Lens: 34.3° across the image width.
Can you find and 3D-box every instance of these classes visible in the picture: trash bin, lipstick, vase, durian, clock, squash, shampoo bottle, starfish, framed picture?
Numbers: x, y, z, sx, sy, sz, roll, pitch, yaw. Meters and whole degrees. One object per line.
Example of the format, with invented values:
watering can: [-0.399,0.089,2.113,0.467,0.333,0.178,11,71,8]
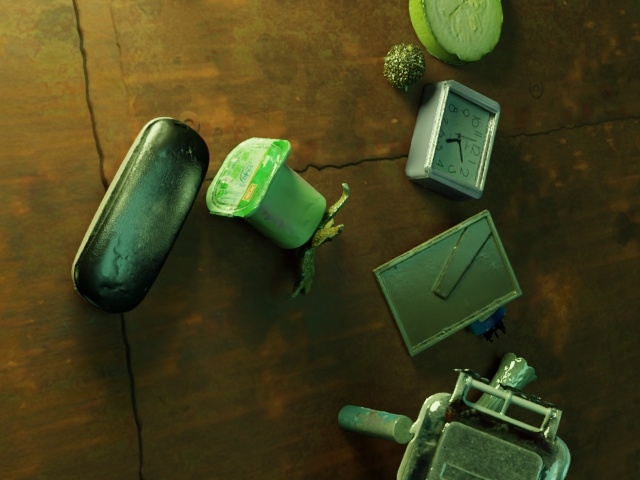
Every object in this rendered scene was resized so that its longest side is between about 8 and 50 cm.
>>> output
trash bin: [0.250,0.411,1.729,0.255,0.368,0.296,19,71,8]
lipstick: [0.093,0.311,1.760,0.048,0.158,0.048,1,89,-34]
vase: [0.340,0.294,1.981,0.149,0.081,0.081,-49,115,-20]
durian: [0.151,-0.310,1.861,0.080,0.080,0.091,-29,122,-31]
clock: [0.247,-0.183,1.922,0.144,0.073,0.194,19,79,-32]
squash: [0.258,-0.440,1.956,0.219,0.041,0.219,4,84,-37]
shampoo bottle: [0.296,0.109,1.965,0.087,0.050,0.183,-39,110,-24]
starfish: [0.000,0.000,1.725,0.053,0.176,0.208,30,112,1]
framed picture: [0.235,0.078,1.900,0.250,0.016,0.184,-29,106,-12]

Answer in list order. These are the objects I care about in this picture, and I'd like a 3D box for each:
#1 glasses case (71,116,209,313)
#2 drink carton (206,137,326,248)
glasses case: [-0.268,-0.040,1.567,0.122,0.075,0.315,33,72,-31]
drink carton: [-0.079,-0.067,1.668,0.142,0.144,0.146,39,72,-38]
